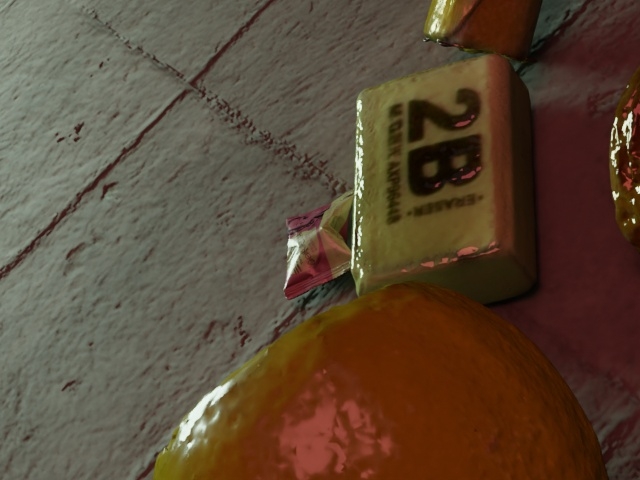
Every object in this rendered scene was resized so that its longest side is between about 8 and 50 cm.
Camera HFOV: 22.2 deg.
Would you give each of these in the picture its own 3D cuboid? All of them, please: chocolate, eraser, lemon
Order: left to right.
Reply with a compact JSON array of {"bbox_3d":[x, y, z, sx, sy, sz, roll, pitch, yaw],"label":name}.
[{"bbox_3d":[0.044,0.156,0.872,0.240,0.240,0.219,-38,73,0],"label":"lemon"},{"bbox_3d":[0.082,-0.037,1.100,0.117,0.058,0.172,-12,52,21],"label":"eraser"},{"bbox_3d":[0.135,-0.236,1.141,0.085,0.085,0.219,19,97,37],"label":"chocolate"}]

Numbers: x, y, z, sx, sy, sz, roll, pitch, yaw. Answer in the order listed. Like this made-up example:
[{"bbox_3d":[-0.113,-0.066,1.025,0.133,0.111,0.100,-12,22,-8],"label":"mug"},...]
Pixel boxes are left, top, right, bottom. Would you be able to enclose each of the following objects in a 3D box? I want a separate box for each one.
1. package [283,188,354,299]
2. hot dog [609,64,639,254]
[{"bbox_3d":[0.000,0.000,1.139,0.059,0.029,0.083,-25,38,21],"label":"package"},{"bbox_3d":[0.274,-0.077,1.001,0.160,0.099,0.227,13,62,34],"label":"hot dog"}]
